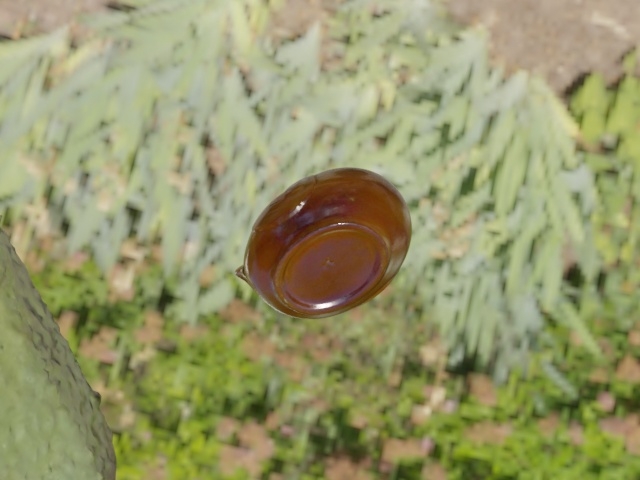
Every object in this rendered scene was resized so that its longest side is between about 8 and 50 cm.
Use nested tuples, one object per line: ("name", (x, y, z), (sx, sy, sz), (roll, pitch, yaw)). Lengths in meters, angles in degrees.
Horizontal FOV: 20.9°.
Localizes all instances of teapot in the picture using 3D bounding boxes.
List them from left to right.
("teapot", (0.000, 0.000, 1.158), (0.129, 0.078, 0.098), (-39, 119, 19))

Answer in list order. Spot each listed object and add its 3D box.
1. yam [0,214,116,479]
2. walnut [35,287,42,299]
("yam", (-0.240, 0.075, 0.731), (0.271, 0.201, 0.202), (-16, 125, 22))
("walnut", (-0.260, 0.089, 1.046), (0.228, 0.228, 0.228), (12, 161, 4))
